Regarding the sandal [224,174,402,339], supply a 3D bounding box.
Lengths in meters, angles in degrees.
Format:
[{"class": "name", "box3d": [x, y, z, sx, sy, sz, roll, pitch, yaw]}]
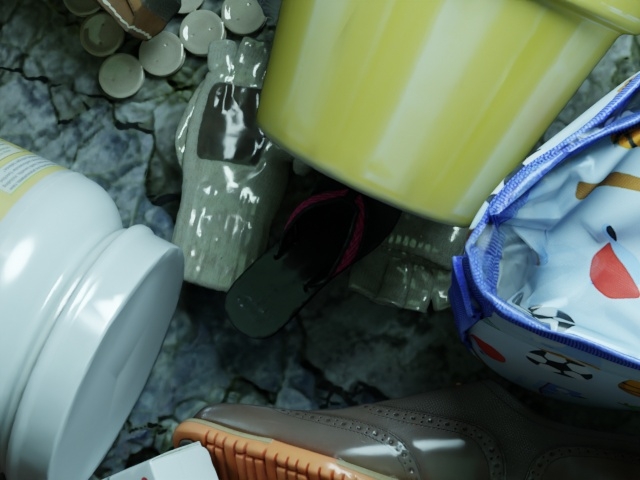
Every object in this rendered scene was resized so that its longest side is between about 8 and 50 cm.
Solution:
[{"class": "sandal", "box3d": [0.000, 0.000, 1.215, 0.067, 0.040, 0.179, 41, 82, 8]}]

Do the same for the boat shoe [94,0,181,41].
[{"class": "boat shoe", "box3d": [-0.239, -0.262, 1.281, 0.120, 0.122, 0.324, -45, 70, 7]}]

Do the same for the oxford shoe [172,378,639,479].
[{"class": "oxford shoe", "box3d": [0.071, 0.168, 1.216, 0.363, 0.130, 0.133, 12, 52, 14]}]

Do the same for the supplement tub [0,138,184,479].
[{"class": "supplement tub", "box3d": [-0.291, 0.028, 1.188, 0.331, 0.241, 0.241, 24, 87, 8]}]

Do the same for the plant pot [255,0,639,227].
[{"class": "plant pot", "box3d": [0.077, -0.150, 1.062, 0.254, 0.254, 0.239, 27, 102, 8]}]

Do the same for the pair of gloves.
[{"class": "pair of gloves", "box3d": [0.005, -0.051, 1.267, 0.240, 0.042, 0.204, 5, 79, 1]}]

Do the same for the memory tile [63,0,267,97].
[{"class": "memory tile", "box3d": [-0.124, -0.189, 1.310, 0.148, 0.012, 0.113, -26, 82, 3]}]

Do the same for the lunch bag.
[{"class": "lunch bag", "box3d": [0.276, 0.006, 1.085, 0.385, 0.328, 0.239, -9, 81, 3]}]

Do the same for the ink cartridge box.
[{"class": "ink cartridge box", "box3d": [-0.131, 0.217, 1.210, 0.135, 0.056, 0.099, -28, 79, 40]}]

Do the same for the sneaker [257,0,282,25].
[{"class": "sneaker", "box3d": [0.088, -0.235, 1.247, 0.293, 0.102, 0.146, -9, 70, -8]}]
